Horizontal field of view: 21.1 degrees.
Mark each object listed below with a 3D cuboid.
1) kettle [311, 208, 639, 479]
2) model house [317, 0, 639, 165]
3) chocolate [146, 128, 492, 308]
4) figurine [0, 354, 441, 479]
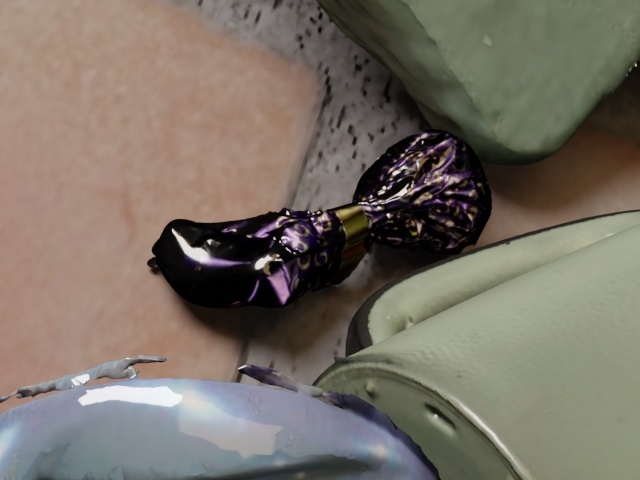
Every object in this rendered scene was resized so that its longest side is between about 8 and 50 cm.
[{"bbox_3d":[0.118,0.064,0.693,0.255,0.165,0.240,-25,38,-31],"label":"kettle"},{"bbox_3d":[0.053,-0.226,0.880,0.267,0.194,0.325,-46,39,-8],"label":"model house"},{"bbox_3d":[0.002,0.000,0.758,0.147,0.072,0.070,-25,107,-21],"label":"chocolate"},{"bbox_3d":[-0.012,0.255,0.446,0.248,0.276,0.388,25,36,-28],"label":"figurine"}]
